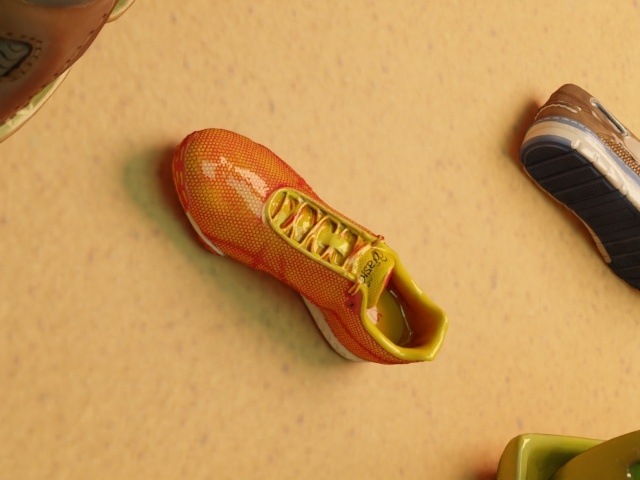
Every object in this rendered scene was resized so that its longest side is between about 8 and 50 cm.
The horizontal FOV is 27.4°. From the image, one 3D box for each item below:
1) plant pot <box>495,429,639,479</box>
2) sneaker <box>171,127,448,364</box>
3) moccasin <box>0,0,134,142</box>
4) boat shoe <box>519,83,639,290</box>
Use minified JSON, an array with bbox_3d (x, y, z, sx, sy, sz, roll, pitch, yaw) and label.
[{"bbox_3d":[0.220,0.211,0.720,0.228,0.207,0.227,12,76,-40],"label":"plant pot"},{"bbox_3d":[0.000,0.000,0.651,0.175,0.067,0.064,39,62,-29],"label":"sneaker"},{"bbox_3d":[-0.097,-0.179,0.547,0.139,0.147,0.380,25,48,-20],"label":"moccasin"},{"bbox_3d":[0.203,-0.029,0.834,0.183,0.066,0.066,44,57,-28],"label":"boat shoe"}]
